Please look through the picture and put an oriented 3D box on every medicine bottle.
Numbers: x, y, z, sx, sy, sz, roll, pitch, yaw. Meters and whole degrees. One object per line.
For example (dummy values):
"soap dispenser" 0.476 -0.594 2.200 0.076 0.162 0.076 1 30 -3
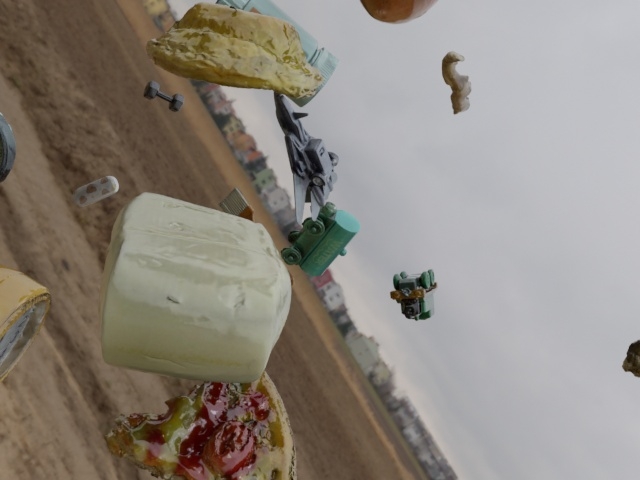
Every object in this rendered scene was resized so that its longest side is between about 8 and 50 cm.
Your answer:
"medicine bottle" -0.122 -0.487 1.674 0.318 0.158 0.158 38 5 -18

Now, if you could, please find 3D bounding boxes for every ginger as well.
"ginger" 0.416 -0.475 2.050 0.075 0.089 0.288 54 -3 33

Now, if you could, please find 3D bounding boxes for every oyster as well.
"oyster" 0.548 0.187 1.155 0.034 0.093 0.051 33 1 -29

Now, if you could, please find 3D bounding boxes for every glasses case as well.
"glasses case" -0.748 -0.163 2.266 0.041 0.164 0.063 10 60 -78

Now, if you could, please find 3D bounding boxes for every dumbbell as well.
"dumbbell" -0.329 -0.302 1.427 0.083 0.040 0.036 23 17 -34

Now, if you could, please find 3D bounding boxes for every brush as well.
"brush" -0.167 0.002 1.861 0.314 0.090 0.017 54 35 7

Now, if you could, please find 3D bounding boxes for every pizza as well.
"pizza" -0.250 0.430 1.461 0.440 0.406 0.130 -109 -146 -42

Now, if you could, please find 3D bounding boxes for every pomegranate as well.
"pomegranate" 0.156 -0.529 1.364 0.191 0.191 0.191 59 -2 3

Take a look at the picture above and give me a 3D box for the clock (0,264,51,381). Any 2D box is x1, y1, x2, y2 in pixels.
"clock" -0.594 0.179 1.121 0.200 0.317 0.244 35 -3 -5

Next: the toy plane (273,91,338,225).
"toy plane" -0.027 -0.182 1.338 0.267 0.088 0.212 73 32 -41

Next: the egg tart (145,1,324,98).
"egg tart" -0.143 -0.344 1.204 0.319 0.319 0.128 -125 -134 -64

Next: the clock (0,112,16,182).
"clock" -0.873 -0.235 1.692 0.226 0.226 0.049 59 13 -9

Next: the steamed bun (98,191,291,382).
"steamed bun" -0.258 0.115 1.391 0.456 0.371 0.289 -102 -152 -64

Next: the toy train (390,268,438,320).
"toy train" 0.248 0.146 1.768 0.228 0.091 0.136 -13 97 -70

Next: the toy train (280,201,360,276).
"toy train" 0.000 0.000 1.819 0.159 0.248 0.101 27 42 -12
